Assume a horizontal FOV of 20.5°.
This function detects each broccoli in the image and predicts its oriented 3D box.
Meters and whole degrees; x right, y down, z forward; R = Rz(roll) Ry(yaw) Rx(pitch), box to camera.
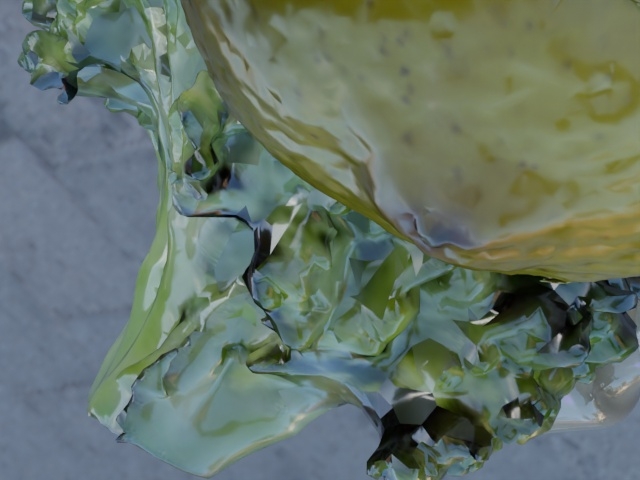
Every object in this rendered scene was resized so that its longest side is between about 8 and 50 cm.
[{"bbox_3d":[0.012,-0.022,0.878,0.334,0.324,0.272,39,124,58],"label":"broccoli"}]

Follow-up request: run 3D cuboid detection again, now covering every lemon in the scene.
[{"bbox_3d":[0.085,-0.123,0.588,0.293,0.293,0.293,27,148,19],"label":"lemon"}]

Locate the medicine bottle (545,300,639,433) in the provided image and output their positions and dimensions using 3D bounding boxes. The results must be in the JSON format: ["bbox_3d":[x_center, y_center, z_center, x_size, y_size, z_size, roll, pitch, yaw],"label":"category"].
[{"bbox_3d":[0.163,0.073,1.196,0.252,0.114,0.114,-10,126,38],"label":"medicine bottle"}]
